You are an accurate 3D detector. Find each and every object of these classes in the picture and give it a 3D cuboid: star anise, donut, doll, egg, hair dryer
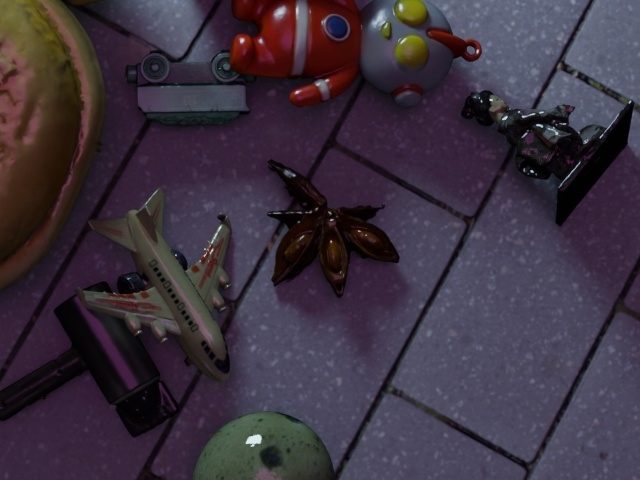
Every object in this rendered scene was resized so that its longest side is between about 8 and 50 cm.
[{"bbox_3d":[0.000,0.000,1.880,0.212,0.053,0.157,24,82,-3],"label":"star anise"},{"bbox_3d":[-0.480,-0.143,1.771,0.449,0.198,0.449,0,94,-2],"label":"donut"},{"bbox_3d":[0.051,-0.261,1.876,0.336,0.105,0.200,5,72,-13],"label":"doll"},{"bbox_3d":[-0.077,0.322,1.777,0.177,0.177,0.228,19,94,-2],"label":"egg"},{"bbox_3d":[-0.331,0.196,1.834,0.248,0.078,0.195,-31,87,3],"label":"hair dryer"}]

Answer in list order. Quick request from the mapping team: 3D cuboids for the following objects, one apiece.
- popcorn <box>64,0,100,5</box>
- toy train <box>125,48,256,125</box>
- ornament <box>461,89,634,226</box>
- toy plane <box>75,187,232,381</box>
[{"bbox_3d":[-0.327,-0.418,1.819,0.256,0.255,0.195,52,43,-12],"label":"popcorn"},{"bbox_3d":[-0.169,-0.200,1.886,0.172,0.070,0.099,-2,92,-5],"label":"toy train"},{"bbox_3d":[0.285,-0.151,1.887,0.196,0.166,0.153,36,81,16],"label":"ornament"},{"bbox_3d":[-0.187,0.066,1.825,0.242,0.104,0.256,-28,96,-36],"label":"toy plane"}]
